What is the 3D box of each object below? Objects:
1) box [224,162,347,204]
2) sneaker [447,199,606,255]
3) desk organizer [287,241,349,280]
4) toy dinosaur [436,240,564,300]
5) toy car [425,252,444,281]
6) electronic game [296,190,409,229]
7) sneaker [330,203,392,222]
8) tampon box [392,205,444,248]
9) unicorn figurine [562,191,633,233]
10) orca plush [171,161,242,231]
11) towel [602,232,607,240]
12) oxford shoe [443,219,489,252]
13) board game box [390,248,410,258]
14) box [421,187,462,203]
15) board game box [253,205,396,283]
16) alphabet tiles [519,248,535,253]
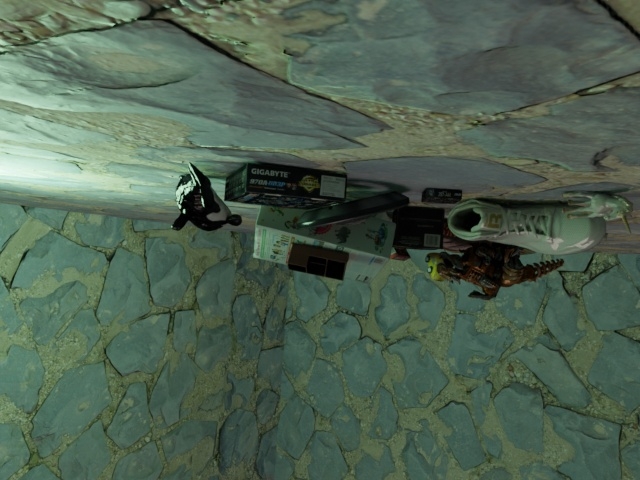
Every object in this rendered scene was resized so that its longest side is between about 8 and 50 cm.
[{"bbox_3d":[-0.071,-0.093,1.000,0.175,0.051,0.220,5,178,-18],"label":"box"},{"bbox_3d":[0.400,-0.027,1.121,0.169,0.108,0.292,2,-179,-37],"label":"sneaker"},{"bbox_3d":[-0.006,0.047,1.220,0.130,0.050,0.047,11,158,5],"label":"desk organizer"},{"bbox_3d":[0.451,0.043,1.396,0.321,0.219,0.164,5,177,-31],"label":"toy dinosaur"},{"bbox_3d":[0.374,0.003,1.769,0.224,0.239,0.053,-18,155,-41],"label":"toy car"},{"bbox_3d":[0.063,-0.055,1.093,0.229,0.048,0.229,-13,-176,1],"label":"electronic game"},{"bbox_3d":[0.088,-0.031,1.397,0.232,0.091,0.115,4,152,47],"label":"sneaker"},{"bbox_3d":[0.248,-0.029,1.428,0.120,0.102,0.161,4,178,3],"label":"tampon box"},{"bbox_3d":[0.477,-0.058,0.947,0.111,0.060,0.161,2,-167,33],"label":"unicorn figurine"},{"bbox_3d":[-0.232,-0.048,1.050,0.151,0.102,0.287,40,169,-12],"label":"orca plush"},{"bbox_3d":[0.696,-0.008,1.774,0.323,0.056,0.312,4,178,-3],"label":"towel"},{"bbox_3d":[0.373,-0.018,1.633,0.271,0.097,0.098,4,172,16],"label":"oxford shoe"},{"bbox_3d":[0.208,-0.008,1.654,0.027,0.145,0.281,-30,170,13],"label":"board game box"},{"bbox_3d":[0.232,-0.085,1.065,0.067,0.018,0.083,4,178,5],"label":"box"},{"bbox_3d":[0.000,0.000,1.299,0.303,0.098,0.224,13,158,-4],"label":"board game box"},{"bbox_3d":[0.542,-0.003,1.828,0.284,0.011,0.342,19,179,7],"label":"alphabet tiles"}]
